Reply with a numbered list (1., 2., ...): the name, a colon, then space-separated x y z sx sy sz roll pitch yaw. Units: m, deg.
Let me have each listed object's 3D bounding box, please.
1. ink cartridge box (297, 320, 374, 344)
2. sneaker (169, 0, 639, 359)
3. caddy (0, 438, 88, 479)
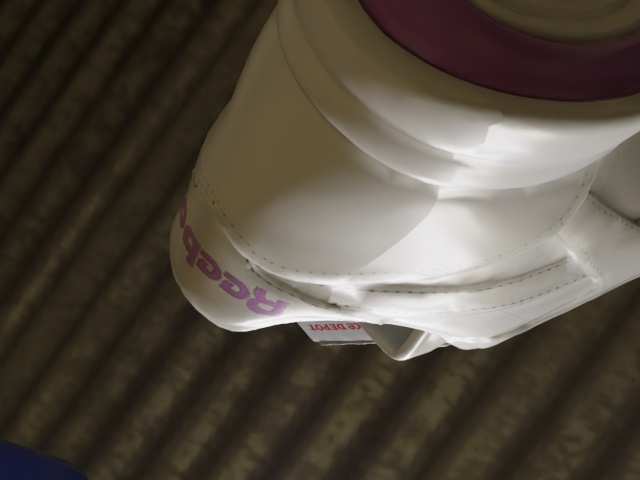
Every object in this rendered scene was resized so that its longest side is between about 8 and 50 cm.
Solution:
1. ink cartridge box: 0.000 0.000 1.241 0.127 0.175 0.072 -6 -138 50
2. sneaker: 0.080 -0.040 0.471 0.152 0.305 0.114 -51 -121 37
3. caddy: -0.254 0.202 0.737 0.341 0.179 0.241 -27 -131 48
